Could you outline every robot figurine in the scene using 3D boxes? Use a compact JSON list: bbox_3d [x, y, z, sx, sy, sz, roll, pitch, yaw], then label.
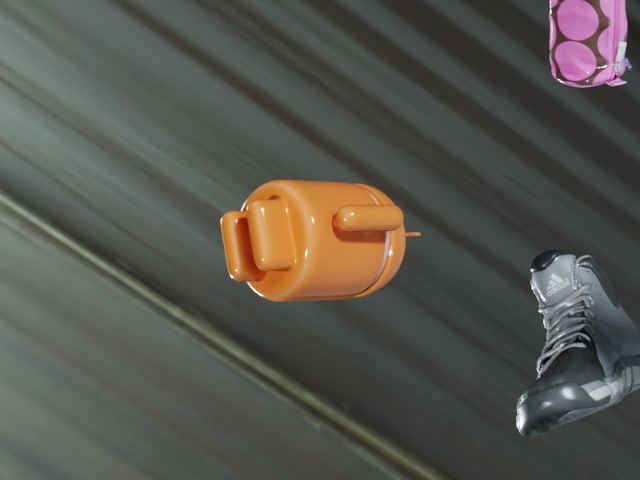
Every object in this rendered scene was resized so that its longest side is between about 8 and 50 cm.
[{"bbox_3d":[-0.001,0.000,1.363,0.128,0.219,0.158,48,123,36],"label":"robot figurine"}]

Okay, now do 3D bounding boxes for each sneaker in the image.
[{"bbox_3d":[0.189,0.073,1.027,0.086,0.132,0.229,-28,-11,26],"label":"sneaker"}]

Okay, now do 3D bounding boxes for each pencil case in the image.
[{"bbox_3d":[0.319,-0.284,1.518,0.095,0.209,0.098,-20,34,-16],"label":"pencil case"}]
